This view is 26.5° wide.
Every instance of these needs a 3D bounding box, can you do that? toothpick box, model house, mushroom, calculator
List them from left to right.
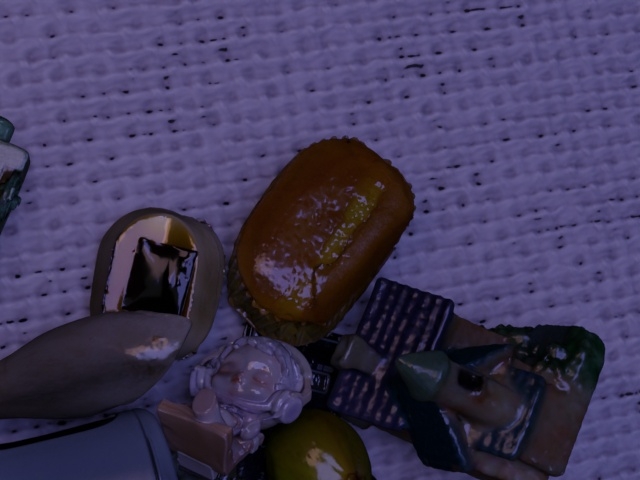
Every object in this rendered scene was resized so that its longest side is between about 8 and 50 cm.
[{"bbox_3d":[-0.353,0.362,1.653,0.355,0.263,0.262,-10,86,-17],"label":"toothpick box"},{"bbox_3d":[-0.319,0.166,1.703,0.350,0.128,0.128,-16,87,6],"label":"mushroom"},{"bbox_3d":[-0.053,0.250,1.875,0.166,0.028,0.274,15,78,-15],"label":"calculator"},{"bbox_3d":[0.171,0.180,1.809,0.280,0.312,0.245,27,79,-14],"label":"model house"}]

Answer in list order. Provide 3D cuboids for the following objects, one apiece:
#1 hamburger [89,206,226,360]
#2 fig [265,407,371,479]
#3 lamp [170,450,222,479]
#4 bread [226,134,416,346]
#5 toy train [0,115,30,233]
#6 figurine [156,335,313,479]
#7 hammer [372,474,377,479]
[{"bbox_3d":[-0.217,0.060,1.811,0.173,0.116,0.210,8,86,-4],"label":"hamburger"},{"bbox_3d":[-0.002,0.298,1.814,0.153,0.121,0.136,26,77,9],"label":"fig"},{"bbox_3d":[-0.161,0.334,1.777,0.106,0.106,0.193,-21,68,-19],"label":"lamp"},{"bbox_3d":[0.000,0.000,1.846,0.204,0.156,0.288,40,69,-6],"label":"bread"},{"bbox_3d":[-0.468,-0.004,1.714,0.129,0.159,0.326,23,80,-11],"label":"toy train"},{"bbox_3d":[-0.105,0.197,1.763,0.163,0.141,0.237,21,39,26],"label":"figurine"},{"bbox_3d":[0.089,0.365,1.911,0.178,0.021,0.065,46,73,-10],"label":"hammer"}]
